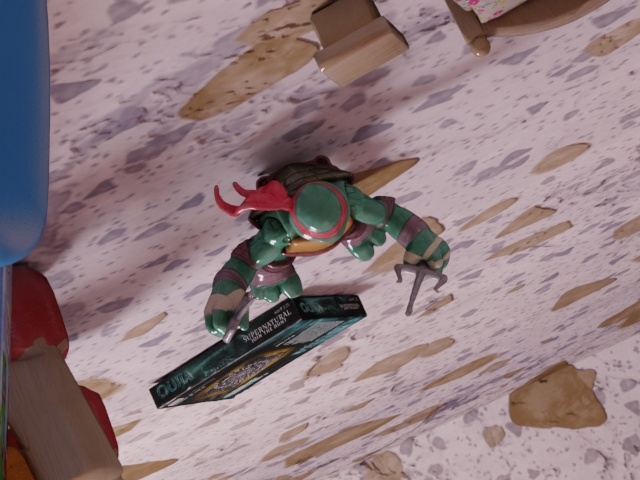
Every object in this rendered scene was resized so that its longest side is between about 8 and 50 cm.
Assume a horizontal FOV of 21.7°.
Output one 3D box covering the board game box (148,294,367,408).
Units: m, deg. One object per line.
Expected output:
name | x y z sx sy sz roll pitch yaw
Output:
board game box | -0.059 0.107 1.609 0.186 0.026 0.126 -33 164 26

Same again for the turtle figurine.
turtle figurine | 0.000 0.000 1.166 0.175 0.118 0.234 -9 180 -3

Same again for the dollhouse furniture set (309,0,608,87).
dollhouse furniture set | 0.137 -0.144 0.776 0.356 0.173 0.303 -29 164 14

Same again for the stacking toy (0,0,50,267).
stacking toy | -0.241 -0.040 0.617 0.175 0.165 0.302 8 158 -38

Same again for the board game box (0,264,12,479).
board game box | -0.188 0.065 0.904 0.039 0.211 0.160 0 160 -9

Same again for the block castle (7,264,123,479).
block castle | -0.352 0.216 1.180 0.453 0.213 0.303 -29 155 -10
